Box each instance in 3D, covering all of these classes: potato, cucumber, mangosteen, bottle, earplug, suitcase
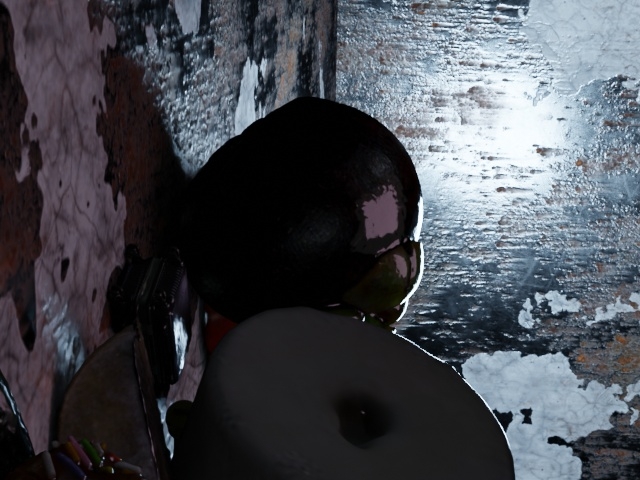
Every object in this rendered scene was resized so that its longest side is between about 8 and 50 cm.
[{"bbox_3d":[-0.173,0.202,0.864,0.120,0.100,0.261,152,-74,-80],"label":"potato"},{"bbox_3d":[-0.204,0.156,0.665,0.058,0.052,0.215,-129,-149,-52],"label":"cucumber"},{"bbox_3d":[-0.007,-0.014,1.200,0.300,0.300,0.300,3,90,-84],"label":"mangosteen"},{"bbox_3d":[-0.137,0.268,1.205,0.270,0.083,0.083,84,10,-52],"label":"bottle"},{"bbox_3d":[-0.022,0.315,1.042,0.313,0.312,0.394,-75,-173,-64],"label":"earplug"},{"bbox_3d":[-0.162,0.075,1.004,0.086,0.059,0.126,-78,172,-51],"label":"suitcase"}]

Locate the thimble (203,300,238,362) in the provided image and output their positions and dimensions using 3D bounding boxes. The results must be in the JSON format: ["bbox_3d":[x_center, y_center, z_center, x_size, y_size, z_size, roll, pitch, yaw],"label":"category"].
[{"bbox_3d":[-0.027,0.080,1.488,0.350,0.230,0.350,4,90,-83],"label":"thimble"}]

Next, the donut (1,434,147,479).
[{"bbox_3d":[-0.162,0.243,0.618,0.216,0.096,0.230,-29,133,-60],"label":"donut"}]
